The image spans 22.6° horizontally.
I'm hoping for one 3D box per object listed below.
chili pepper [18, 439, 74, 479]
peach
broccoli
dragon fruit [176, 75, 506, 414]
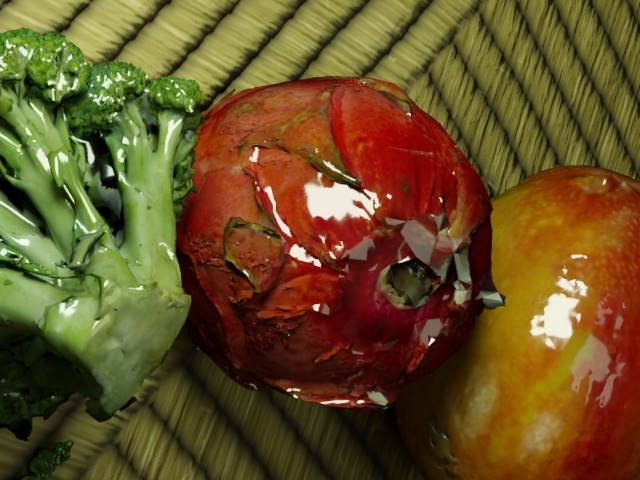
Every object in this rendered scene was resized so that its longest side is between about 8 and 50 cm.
[{"bbox_3d":[-0.237,0.194,1.327,0.083,0.022,0.027,-37,121,-29],"label":"chili pepper"},{"bbox_3d":[0.232,0.102,1.563,0.373,0.290,0.372,-17,116,-40],"label":"peach"},{"bbox_3d":[-0.213,0.000,1.151,0.304,0.283,0.321,26,97,-49],"label":"broccoli"},{"bbox_3d":[0.000,0.000,1.356,0.296,0.302,0.295,-9,114,-22],"label":"dragon fruit"}]
